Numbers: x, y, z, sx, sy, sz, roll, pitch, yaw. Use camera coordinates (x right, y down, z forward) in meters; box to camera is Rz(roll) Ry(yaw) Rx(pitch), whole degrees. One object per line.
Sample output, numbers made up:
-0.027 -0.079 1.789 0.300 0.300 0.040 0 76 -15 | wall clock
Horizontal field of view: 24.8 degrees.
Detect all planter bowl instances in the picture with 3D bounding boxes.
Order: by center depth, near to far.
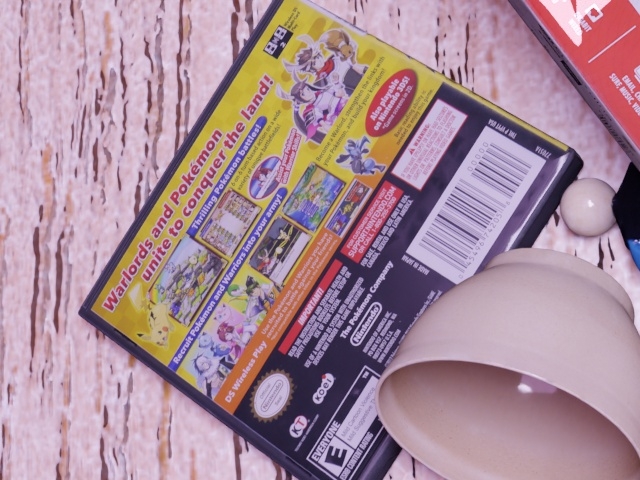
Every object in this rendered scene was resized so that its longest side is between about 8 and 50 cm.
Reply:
0.125 0.074 0.857 0.162 0.162 0.109 9 55 23 | planter bowl

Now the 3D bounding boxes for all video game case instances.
0.000 0.000 0.978 0.248 0.035 0.275 33 92 24 | video game case

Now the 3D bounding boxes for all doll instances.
0.237 -0.014 0.880 0.189 0.046 0.129 6 79 22 | doll

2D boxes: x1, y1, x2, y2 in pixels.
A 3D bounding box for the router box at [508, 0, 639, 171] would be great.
0.243 -0.198 0.790 0.301 0.082 0.335 -38 91 6 | router box
